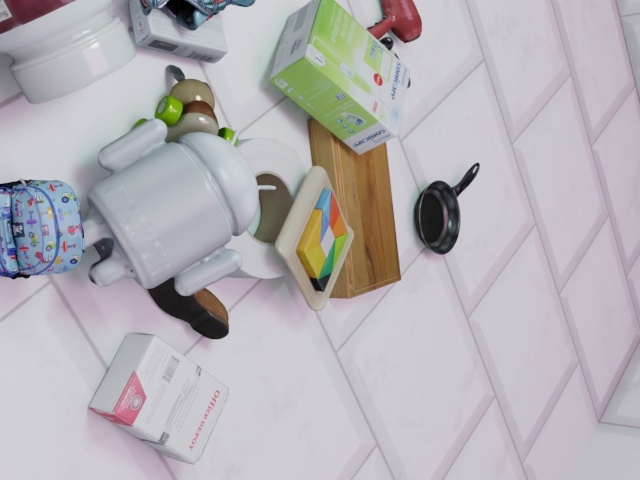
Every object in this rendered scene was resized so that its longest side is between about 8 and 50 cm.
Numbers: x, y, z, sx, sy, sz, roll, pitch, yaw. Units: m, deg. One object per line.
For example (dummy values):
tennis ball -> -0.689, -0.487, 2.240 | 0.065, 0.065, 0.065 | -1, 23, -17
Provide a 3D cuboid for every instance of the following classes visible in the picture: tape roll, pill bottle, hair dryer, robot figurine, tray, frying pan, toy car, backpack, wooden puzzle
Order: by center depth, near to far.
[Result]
pill bottle -> -0.446, -0.419, 1.261 | 0.224, 0.224, 0.392 | -45, 122, -38
backpack -> -0.444, -0.017, 1.301 | 0.117, 0.173, 0.158 | -9, 98, -48
robot figurine -> -0.253, -0.053, 1.448 | 0.353, 0.200, 0.300 | -33, 103, -17
toy car -> -0.251, -0.243, 1.582 | 0.155, 0.149, 0.188 | 27, 44, -36
tape roll -> -0.137, -0.065, 1.705 | 0.286, 0.100, 0.286 | 1, 89, -48
wooden puzzle -> 0.000, 0.000, 1.754 | 0.221, 0.044, 0.239 | -66, 148, -27
tray -> 0.085, -0.087, 1.976 | 0.203, 0.076, 0.411 | -15, 102, -47
hair dryer -> 0.166, -0.522, 2.063 | 0.223, 0.080, 0.294 | 7, 84, -48
frying pan -> 0.328, -0.117, 2.266 | 0.197, 0.053, 0.326 | 40, 60, -41

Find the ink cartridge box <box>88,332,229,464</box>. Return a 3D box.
ink cartridge box -> -0.286, 0.288, 1.540 | 0.218, 0.092, 0.159 | 45, 58, -37

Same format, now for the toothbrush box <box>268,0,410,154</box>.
toothbrush box -> 0.048, -0.357, 1.833 | 0.283, 0.122, 0.206 | 37, 50, -30

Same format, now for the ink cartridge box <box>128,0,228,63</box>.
ink cartridge box -> -0.277, -0.463, 1.600 | 0.189, 0.066, 0.232 | 1, 68, -48

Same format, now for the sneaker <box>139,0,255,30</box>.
sneaker -> -0.228, -0.437, 1.544 | 0.262, 0.104, 0.125 | -3, 84, -40

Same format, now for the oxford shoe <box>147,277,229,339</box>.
oxford shoe -> -0.255, 0.104, 1.610 | 0.212, 0.076, 0.076 | 46, 27, -35
